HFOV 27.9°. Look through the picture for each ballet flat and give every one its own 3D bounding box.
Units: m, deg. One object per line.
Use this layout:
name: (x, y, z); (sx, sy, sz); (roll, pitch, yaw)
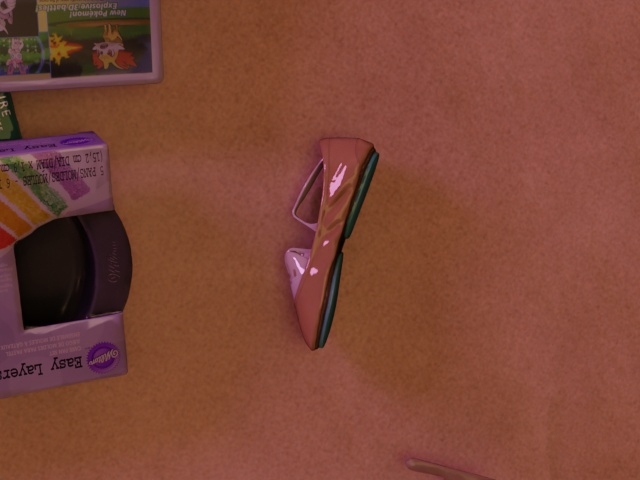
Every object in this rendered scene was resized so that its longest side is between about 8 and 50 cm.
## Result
ballet flat: (0.000, 0.000, 1.382); (0.073, 0.080, 0.232); (15, 86, 6)

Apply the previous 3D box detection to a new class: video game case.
video game case: (-0.311, -0.286, 1.184); (0.329, 0.036, 0.300); (-6, 104, -22)

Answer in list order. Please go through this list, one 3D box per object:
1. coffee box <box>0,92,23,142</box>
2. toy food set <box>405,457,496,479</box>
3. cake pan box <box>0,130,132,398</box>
coffee box: (-0.385, -0.114, 1.230); (0.184, 0.040, 0.113); (-18, 102, -18)
toy food set: (0.116, 0.343, 1.470); (0.132, 0.038, 0.192); (19, 93, -14)
cake pan box: (-0.317, 0.031, 1.235); (0.267, 0.070, 0.245); (-8, 111, -21)
